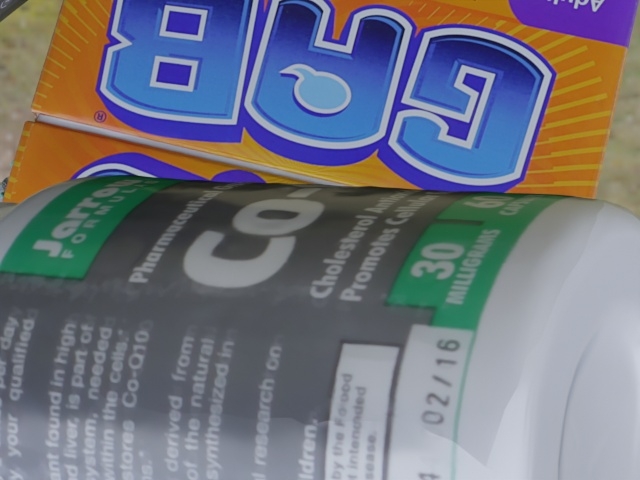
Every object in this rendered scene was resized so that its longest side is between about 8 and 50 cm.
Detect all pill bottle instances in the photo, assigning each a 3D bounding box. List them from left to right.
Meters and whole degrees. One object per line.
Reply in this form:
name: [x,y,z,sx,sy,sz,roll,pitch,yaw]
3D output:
pill bottle: [-0.040,0.075,0.754,0.361,0.204,0.204,3,166,30]

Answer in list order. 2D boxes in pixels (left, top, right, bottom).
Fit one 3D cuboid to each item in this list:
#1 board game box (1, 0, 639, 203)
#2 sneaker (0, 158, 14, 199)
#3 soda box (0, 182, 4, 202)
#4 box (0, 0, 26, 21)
board game box: [0.000,0.000,1.211,0.356,0.356,0.356,13,168,7]
sneaker: [-0.244,-0.020,1.445,0.065,0.166,0.076,-35,117,15]
soda box: [-0.459,-0.060,1.738,0.286,0.098,0.091,21,-177,24]
box: [-0.222,-0.163,0.922,0.073,0.295,0.293,45,146,-1]
